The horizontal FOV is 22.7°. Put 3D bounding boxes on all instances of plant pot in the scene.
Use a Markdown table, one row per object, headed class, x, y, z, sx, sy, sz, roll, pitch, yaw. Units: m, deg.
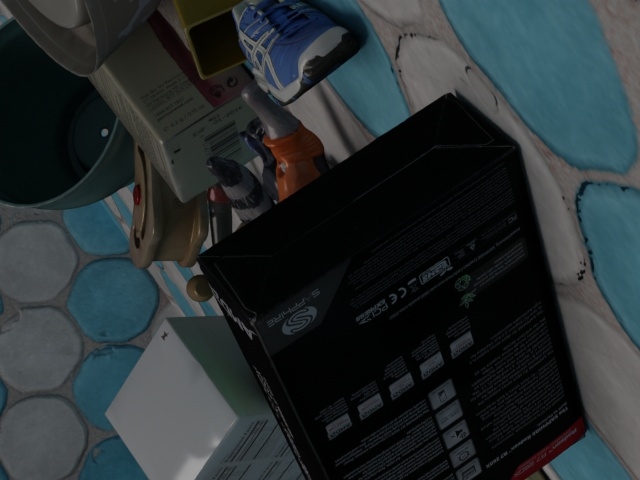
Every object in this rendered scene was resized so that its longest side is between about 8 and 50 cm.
| class | x | y | z | sx | sy | sz | roll | pitch | yaw |
| --- | --- | --- | --- | --- | --- | --- | --- | --- | --- |
| plant pot | -0.354 | -0.174 | 2.317 | 0.293 | 0.293 | 0.196 | 51 | -165 | 25 |
| plant pot | -0.099 | -0.220 | 1.507 | 0.081 | 0.081 | 0.083 | 75 | 169 | -59 |

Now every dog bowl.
| class | x | y | z | sx | sy | sz | roll | pitch | yaw |
| --- | --- | --- | --- | --- | --- | --- | --- | --- | --- |
| dog bowl | -0.288 | -0.342 | 1.623 | 0.349 | 0.102 | 0.348 | 47 | 160 | 23 |

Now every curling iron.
| class | x | y | z | sx | sy | sz | roll | pitch | yaw |
| --- | --- | --- | --- | --- | --- | --- | --- | --- | --- |
| curling iron | -0.131 | -0.060 | 2.007 | 0.068 | 0.035 | 0.274 | 31 | 134 | 56 |

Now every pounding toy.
| class | x | y | z | sx | sy | sz | roll | pitch | yaw |
| --- | --- | --- | --- | --- | --- | --- | --- | --- | --- |
| pounding toy | -0.175 | -0.042 | 2.173 | 0.154 | 0.155 | 0.269 | 151 | 117 | -69 |

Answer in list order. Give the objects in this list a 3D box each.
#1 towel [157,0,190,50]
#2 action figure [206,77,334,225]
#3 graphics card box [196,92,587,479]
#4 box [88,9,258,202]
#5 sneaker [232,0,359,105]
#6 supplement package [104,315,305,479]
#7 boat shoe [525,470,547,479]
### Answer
| class | x | y | z | sx | sy | sz | roll | pitch | yaw |
| --- | --- | --- | --- | --- | --- | --- | --- | --- | --- |
| towel | -0.188 | -0.327 | 1.658 | 0.282 | 0.049 | 0.187 | 54 | 169 | 14 |
| action figure | -0.034 | -0.019 | 1.562 | 0.341 | 0.179 | 0.330 | 46 | 156 | 35 |
| graphics card box | 0.070 | 0.089 | 1.246 | 0.094 | 0.233 | 0.371 | 48 | 167 | 41 |
| box | -0.175 | -0.185 | 1.801 | 0.232 | 0.127 | 0.148 | 52 | 169 | 23 |
| sneaker | -0.031 | -0.168 | 1.348 | 0.081 | 0.080 | 0.211 | 56 | 168 | -15 |
| supplement package | -0.125 | 0.244 | 2.308 | 0.263 | 0.198 | 0.199 | 1 | -139 | -49 |
| boat shoe | 0.214 | 0.321 | 1.634 | 0.302 | 0.098 | 0.109 | 56 | 169 | 1 |
